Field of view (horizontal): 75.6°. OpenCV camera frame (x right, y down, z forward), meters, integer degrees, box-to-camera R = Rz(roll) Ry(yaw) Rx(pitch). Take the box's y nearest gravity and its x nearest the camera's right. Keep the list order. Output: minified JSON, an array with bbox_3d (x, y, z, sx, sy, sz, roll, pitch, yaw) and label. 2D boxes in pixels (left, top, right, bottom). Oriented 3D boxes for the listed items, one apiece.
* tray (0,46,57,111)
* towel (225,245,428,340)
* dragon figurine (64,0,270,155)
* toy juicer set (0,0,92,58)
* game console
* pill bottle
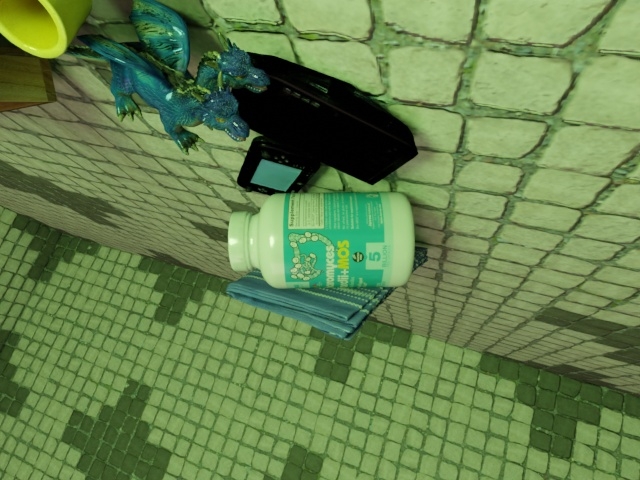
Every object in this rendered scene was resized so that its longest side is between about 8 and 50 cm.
[{"bbox_3d":[-0.598,-0.225,0.609,0.411,0.076,0.203,6,-162,34],"label":"tray"},{"bbox_3d":[0.029,0.059,0.742,0.243,0.040,0.336,11,-158,30],"label":"towel"},{"bbox_3d":[-0.174,-0.180,0.414,0.289,0.085,0.144,34,157,5],"label":"dragon figurine"},{"bbox_3d":[-0.365,-0.254,0.304,0.329,0.089,0.209,9,144,8],"label":"toy juicer set"},{"bbox_3d":[-0.033,-0.117,0.583,0.213,0.044,0.361,22,164,-13],"label":"game console"},{"bbox_3d":[0.000,0.000,0.629,0.264,0.146,0.146,-1,163,1],"label":"pill bottle"}]
